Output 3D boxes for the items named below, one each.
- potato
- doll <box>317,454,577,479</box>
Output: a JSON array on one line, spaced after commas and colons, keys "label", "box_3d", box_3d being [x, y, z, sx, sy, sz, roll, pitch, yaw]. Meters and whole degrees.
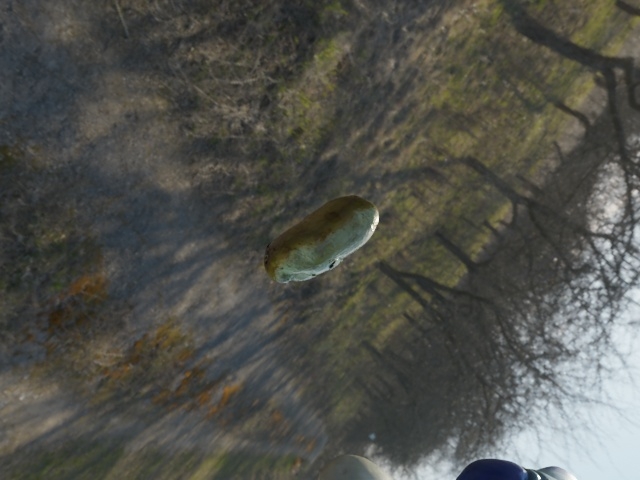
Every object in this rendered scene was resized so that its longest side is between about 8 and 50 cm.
[{"label": "potato", "box_3d": [0.000, 0.000, 0.826, 0.170, 0.080, 0.107, -37, -162, -9]}, {"label": "doll", "box_3d": [0.203, 0.367, 0.699, 0.366, 0.187, 0.376, -12, 136, 7]}]
